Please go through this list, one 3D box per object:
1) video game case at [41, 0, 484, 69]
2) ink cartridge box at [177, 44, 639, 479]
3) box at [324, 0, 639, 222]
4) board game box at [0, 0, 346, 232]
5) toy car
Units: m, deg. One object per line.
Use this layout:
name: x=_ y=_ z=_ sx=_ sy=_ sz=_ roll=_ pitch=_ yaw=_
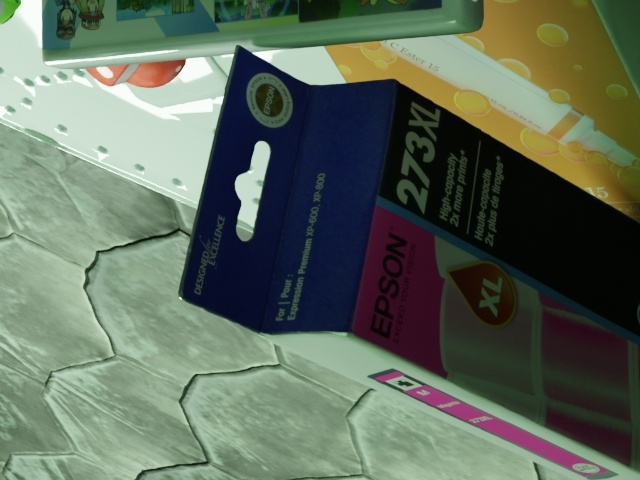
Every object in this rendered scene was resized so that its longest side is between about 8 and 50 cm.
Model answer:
video game case: x=-0.047 y=-0.268 z=1.066 sx=0.329 sy=0.300 sz=0.036 roll=-1 pitch=179 yaw=34
ink cartridge box: x=0.090 y=0.022 z=1.081 sx=0.371 sy=0.176 sz=0.069 roll=25 pitch=152 yaw=-28
box: x=0.142 y=-0.158 z=1.178 sx=0.215 sy=0.168 sz=0.345 roll=-2 pitch=140 yaw=35
board game box: x=-0.131 y=-0.172 z=1.446 sx=0.390 sy=0.050 sz=0.390 roll=24 pitch=147 yaw=3
toy car: x=-0.253 y=-0.197 z=1.395 sx=0.225 sy=0.053 sz=0.239 roll=-2 pitch=138 yaw=36
